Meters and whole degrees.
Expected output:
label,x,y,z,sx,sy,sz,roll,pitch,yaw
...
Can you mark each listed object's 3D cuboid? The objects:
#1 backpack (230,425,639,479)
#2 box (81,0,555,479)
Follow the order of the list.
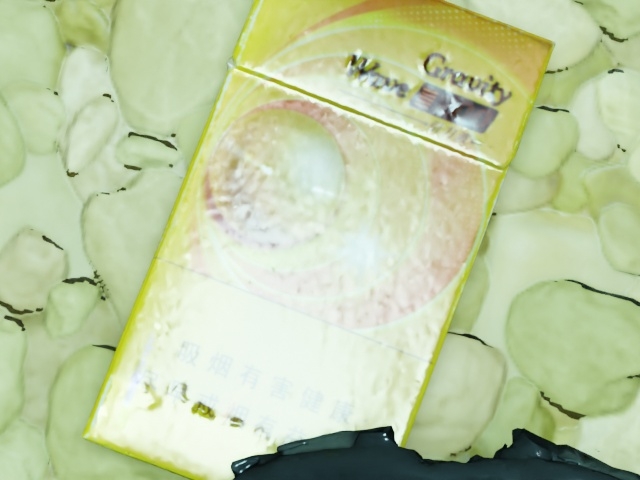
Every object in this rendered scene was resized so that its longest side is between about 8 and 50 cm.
label,x,y,z,sx,sy,sz,roll,pitch,yaw
backpack,0.040,0.297,0.809,0.363,0.255,0.445,6,83,17
box,0.000,0.000,0.961,0.152,0.043,0.269,22,82,-1
